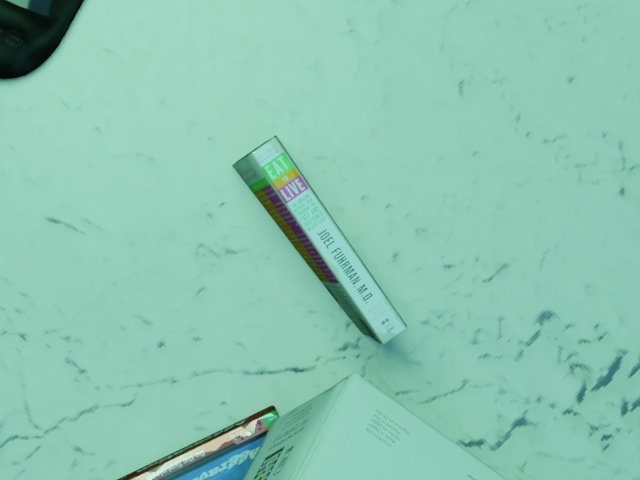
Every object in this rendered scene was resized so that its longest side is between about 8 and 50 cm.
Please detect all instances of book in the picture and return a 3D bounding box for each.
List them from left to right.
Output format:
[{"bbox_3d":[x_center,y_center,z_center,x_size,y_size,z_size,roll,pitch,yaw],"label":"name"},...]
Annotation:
[{"bbox_3d":[0.000,0.000,1.133,0.035,0.096,0.144,-35,95,-4],"label":"book"}]

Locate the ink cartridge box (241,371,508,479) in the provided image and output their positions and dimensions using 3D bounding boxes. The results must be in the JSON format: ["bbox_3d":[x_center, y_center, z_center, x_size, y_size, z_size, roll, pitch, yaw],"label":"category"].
[{"bbox_3d":[0.059,0.284,1.063,0.309,0.130,0.272,36,58,-10],"label":"ink cartridge box"}]

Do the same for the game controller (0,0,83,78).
[{"bbox_3d":[-0.187,-0.267,1.135,0.166,0.067,0.319,28,90,-20],"label":"game controller"}]

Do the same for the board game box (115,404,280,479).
[{"bbox_3d":[-0.127,0.234,1.164,0.281,0.027,0.145,-26,95,-4],"label":"board game box"}]
